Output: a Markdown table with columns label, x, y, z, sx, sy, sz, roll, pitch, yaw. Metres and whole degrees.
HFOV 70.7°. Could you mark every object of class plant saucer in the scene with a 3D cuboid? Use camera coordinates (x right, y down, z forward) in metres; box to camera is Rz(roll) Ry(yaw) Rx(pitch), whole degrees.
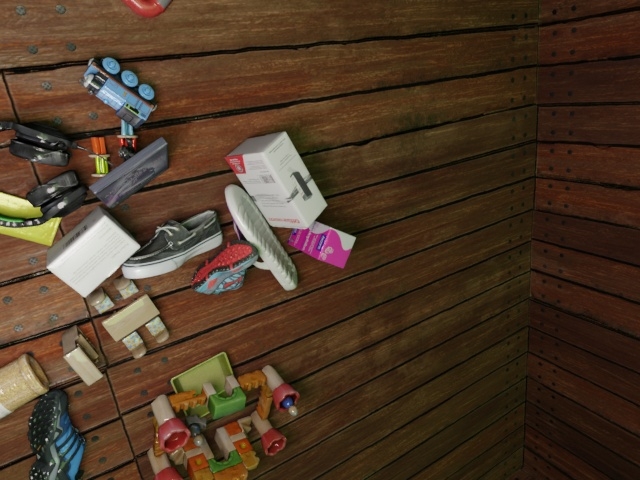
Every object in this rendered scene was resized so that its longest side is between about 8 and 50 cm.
| label | x | y | z | sx | sy | sz | roll | pitch | yaw |
| --- | --- | --- | --- | --- | --- | --- | --- | --- | --- |
| plant saucer | -0.382 | 0.477 | 1.493 | 0.188 | 0.045 | 0.189 | -24 | 115 | -24 |

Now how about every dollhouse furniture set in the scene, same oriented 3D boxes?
| label | x | y | z | sx | sy | sz | roll | pitch | yaw |
| --- | --- | --- | --- | --- | --- | --- | --- | --- | --- |
| dollhouse furniture set | -0.566 | 0.252 | 1.245 | 0.242 | 0.161 | 0.212 | -35 | 119 | -20 |

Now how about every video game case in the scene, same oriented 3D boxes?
| label | x | y | z | sx | sy | sz | roll | pitch | yaw |
| --- | --- | --- | --- | --- | --- | --- | --- | --- | --- |
| video game case | -0.467 | -0.161 | 1.131 | 0.196 | 0.274 | 0.026 | -41 | 100 | -16 |

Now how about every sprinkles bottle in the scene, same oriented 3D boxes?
| label | x | y | z | sx | sy | sz | roll | pitch | yaw |
| --- | --- | --- | --- | --- | --- | --- | --- | --- | --- |
| sprinkles bottle | -0.884 | 0.428 | 1.121 | 0.355 | 0.121 | 0.121 | -31 | 118 | -22 |

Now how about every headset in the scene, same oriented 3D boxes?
| label | x | y | z | sx | sy | sz | roll | pitch | yaw |
| --- | --- | --- | --- | --- | --- | --- | --- | --- | --- |
| headset | -0.635 | -0.166 | 1.057 | 0.393 | 0.185 | 0.244 | -15 | 105 | -19 |

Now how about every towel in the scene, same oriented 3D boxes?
| label | x | y | z | sx | sy | sz | roll | pitch | yaw |
| --- | --- | --- | --- | --- | --- | --- | --- | --- | --- |
| towel | -0.779 | -0.066 | 1.112 | 0.237 | 0.021 | 0.102 | 20 | 96 | -35 |

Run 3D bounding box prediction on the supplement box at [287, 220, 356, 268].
| label | x | y | z | sx | sy | sz | roll | pitch | yaw |
| --- | --- | --- | --- | --- | --- | --- | --- | --- | --- |
| supplement box | 0.000 | 0.000 | 1.493 | 0.113 | 0.220 | 0.111 | 21 | 91 | -35 |

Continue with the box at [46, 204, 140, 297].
| label | x | y | z | sx | sy | sz | roll | pitch | yaw |
| --- | --- | --- | --- | --- | --- | --- | --- | --- | --- |
| box | -0.585 | 0.022 | 1.158 | 0.181 | 0.181 | 0.119 | -46 | 120 | -14 |

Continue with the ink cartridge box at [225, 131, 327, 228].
| label | x | y | z | sx | sy | sz | roll | pitch | yaw |
| --- | --- | --- | --- | --- | --- | --- | --- | --- | --- |
| ink cartridge box | -0.131 | -0.176 | 1.367 | 0.114 | 0.196 | 0.273 | -49 | 124 | -29 |

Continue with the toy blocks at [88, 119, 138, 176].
| label | x | y | z | sx | sy | sz | roll | pitch | yaw |
| --- | --- | --- | --- | --- | --- | --- | --- | --- | --- |
| toy blocks | -0.544 | -0.245 | 1.186 | 0.123 | 0.054 | 0.148 | -6 | 105 | -29 |

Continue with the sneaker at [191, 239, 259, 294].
| label | x | y | z | sx | sy | sz | roll | pitch | yaw |
| --- | --- | --- | --- | --- | --- | --- | --- | --- | --- |
| sneaker | -0.270 | 0.088 | 1.377 | 0.261 | 0.104 | 0.125 | -29 | 139 | 28 |

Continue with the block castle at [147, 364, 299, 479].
| label | x | y | z | sx | sy | sz | roll | pitch | yaw |
| --- | --- | --- | --- | --- | --- | --- | --- | --- | --- |
| block castle | -0.301 | 0.612 | 1.427 | 0.452 | 0.213 | 0.303 | -5 | 121 | -37 |

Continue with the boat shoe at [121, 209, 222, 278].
| label | x | y | z | sx | sy | sz | roll | pitch | yaw |
| --- | --- | --- | --- | --- | --- | --- | --- | --- | --- |
| boat shoe | -0.412 | -0.001 | 1.257 | 0.335 | 0.121 | 0.119 | -36 | 127 | -54 |

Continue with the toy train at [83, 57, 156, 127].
| label | x | y | z | sx | sy | sz | roll | pitch | yaw |
| --- | --- | --- | --- | --- | --- | --- | --- | --- | --- |
| toy train | -0.507 | -0.376 | 1.141 | 0.184 | 0.080 | 0.105 | 35 | 55 | -34 |

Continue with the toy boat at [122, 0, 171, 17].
| label | x | y | z | sx | sy | sz | roll | pitch | yaw |
| --- | --- | --- | --- | --- | --- | --- | --- | --- | --- |
| toy boat | -0.448 | -0.659 | 1.072 | 0.231 | 0.151 | 0.151 | 38 | 82 | -34 |

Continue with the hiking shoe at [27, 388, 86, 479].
| label | x | y | z | sx | sy | sz | roll | pitch | yaw |
| --- | --- | --- | --- | --- | --- | --- | --- | --- | --- |
| hiking shoe | -0.738 | 0.561 | 1.278 | 0.132 | 0.113 | 0.305 | -2 | 99 | -63 |

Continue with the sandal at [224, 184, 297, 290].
| label | x | y | z | sx | sy | sz | roll | pitch | yaw |
| --- | --- | --- | --- | --- | --- | --- | --- | --- | --- |
| sandal | -0.204 | 0.016 | 1.432 | 0.102 | 0.169 | 0.416 | -25 | 118 | 12 |
